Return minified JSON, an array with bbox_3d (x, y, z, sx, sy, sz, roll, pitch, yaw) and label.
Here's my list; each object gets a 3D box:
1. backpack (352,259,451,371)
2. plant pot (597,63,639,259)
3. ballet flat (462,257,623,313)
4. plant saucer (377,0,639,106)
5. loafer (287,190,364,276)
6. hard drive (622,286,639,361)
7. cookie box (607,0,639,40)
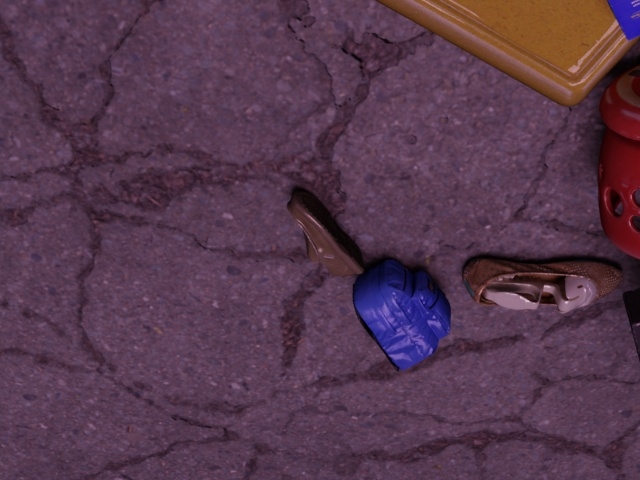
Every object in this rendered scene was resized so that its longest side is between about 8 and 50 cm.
[{"bbox_3d":[0.102,0.082,1.262,0.101,0.098,0.120,-35,109,17],"label":"backpack"},{"bbox_3d":[0.387,-0.094,1.044,0.191,0.191,0.174,-9,121,9],"label":"plant pot"},{"bbox_3d":[0.284,0.064,1.256,0.206,0.067,0.073,0,131,1],"label":"ballet flat"},{"bbox_3d":[0.224,-0.294,0.940,0.333,0.081,0.332,25,126,-19],"label":"plant saucer"},{"bbox_3d":[0.000,0.000,1.215,0.050,0.056,0.148,-30,124,17],"label":"loafer"},{"bbox_3d":[0.527,0.109,1.095,0.339,0.064,0.237,-16,129,16],"label":"hard drive"},{"bbox_3d":[0.296,-0.249,0.897,0.092,0.040,0.107,-25,126,21],"label":"cookie box"}]
